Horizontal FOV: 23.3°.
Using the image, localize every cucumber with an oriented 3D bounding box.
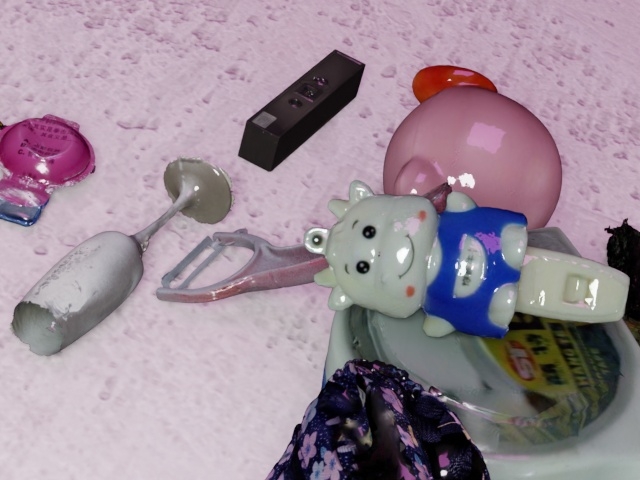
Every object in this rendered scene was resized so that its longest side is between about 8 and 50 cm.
[{"bbox_3d":[0.299,0.038,1.472,0.053,0.053,0.181,13,36,-5],"label":"cucumber"}]

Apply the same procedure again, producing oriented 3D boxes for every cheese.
[{"bbox_3d":[-0.253,-0.066,1.393,0.095,0.038,0.145,17,43,1],"label":"cheese"}]

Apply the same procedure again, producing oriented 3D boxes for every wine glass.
[{"bbox_3d":[-0.168,0.014,1.303,0.074,0.074,0.262,28,39,13],"label":"wine glass"}]

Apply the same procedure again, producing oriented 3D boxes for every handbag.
[{"bbox_3d":[0.029,0.197,1.031,0.126,0.208,0.229,5,36,-24],"label":"handbag"}]

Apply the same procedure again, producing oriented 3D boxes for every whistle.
[{"bbox_3d":[0.107,0.021,1.148,0.244,0.110,0.092,12,-3,2],"label":"whistle"}]

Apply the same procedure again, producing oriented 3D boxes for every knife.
[{"bbox_3d":[0.001,0.002,1.290,0.278,0.053,0.123,-14,25,35],"label":"knife"}]

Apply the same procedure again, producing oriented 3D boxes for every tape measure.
[{"bbox_3d":[0.131,0.114,1.238,0.262,0.138,0.259,-1,39,-23],"label":"tape measure"}]

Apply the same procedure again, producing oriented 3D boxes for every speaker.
[{"bbox_3d":[-0.017,-0.134,1.566,0.040,0.046,0.191,28,38,15],"label":"speaker"}]

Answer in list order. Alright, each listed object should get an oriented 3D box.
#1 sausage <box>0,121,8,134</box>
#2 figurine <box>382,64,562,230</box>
[{"bbox_3d":[-0.378,-0.107,1.405,0.198,0.025,0.028,4,41,-18],"label":"sausage"},{"bbox_3d":[0.139,-0.054,1.435,0.173,0.173,0.173,11,37,-9],"label":"figurine"}]
